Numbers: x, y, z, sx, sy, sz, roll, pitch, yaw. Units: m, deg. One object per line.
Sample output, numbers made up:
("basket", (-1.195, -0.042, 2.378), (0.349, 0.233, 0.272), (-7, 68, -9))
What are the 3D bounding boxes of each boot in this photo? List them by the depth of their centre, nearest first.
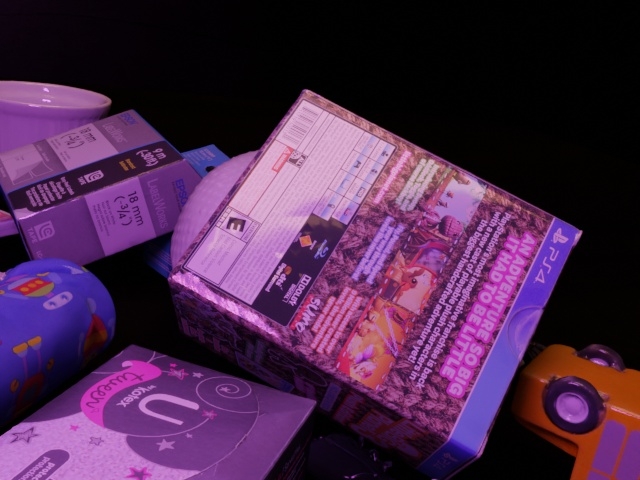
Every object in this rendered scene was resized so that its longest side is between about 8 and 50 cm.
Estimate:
("boot", (0.014, 0.205, 0.653), (0.121, 0.045, 0.099), (3, 19, -42))

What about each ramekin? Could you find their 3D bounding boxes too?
("ramekin", (-0.576, -0.237, 1.591), (0.277, 0.135, 0.277), (8, 17, -3))

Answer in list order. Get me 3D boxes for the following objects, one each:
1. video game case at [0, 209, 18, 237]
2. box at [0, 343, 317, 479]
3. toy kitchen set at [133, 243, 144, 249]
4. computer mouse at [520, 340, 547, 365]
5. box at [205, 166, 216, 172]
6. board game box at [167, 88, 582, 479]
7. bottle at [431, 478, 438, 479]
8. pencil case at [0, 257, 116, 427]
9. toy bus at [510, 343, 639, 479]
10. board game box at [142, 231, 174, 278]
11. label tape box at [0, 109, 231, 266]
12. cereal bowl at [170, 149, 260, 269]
("video game case", (-0.616, -0.043, 1.145), (0.285, 0.025, 0.204), (18, 20, 27))
("box", (-0.121, 0.186, 0.480), (0.163, 0.142, 0.247), (14, 18, 15))
("toy kitchen set", (-0.258, -0.028, 1.191), (0.068, 0.075, 0.083), (-7, 20, -39))
("computer mouse", (0.209, 0.143, 0.956), (0.193, 0.042, 0.106), (4, 22, -33))
("box", (-0.123, -0.092, 1.311), (0.137, 0.072, 0.126), (-3, 2, 20))
("board game box", (0.047, 0.041, 0.721), (0.291, 0.141, 0.232), (29, 65, 9))
("bottle", (0.196, 0.248, 0.526), (0.283, 0.092, 0.118), (18, 20, 25))
("pencil case", (-0.308, 0.102, 0.682), (0.133, 0.119, 0.306), (36, 21, 5))
("toy bus", (0.333, 0.204, 0.672), (0.333, 0.130, 0.108), (19, 21, 28))
("board game box", (-0.049, 0.022, 1.138), (0.336, 0.079, 0.254), (-7, 24, -40))
("label tape box", (-0.272, -0.093, 1.100), (0.334, 0.106, 0.240), (-23, 34, -20))
("cereal bowl", (0.000, 0.000, 0.927), (0.339, 0.141, 0.339), (19, 35, -14))
